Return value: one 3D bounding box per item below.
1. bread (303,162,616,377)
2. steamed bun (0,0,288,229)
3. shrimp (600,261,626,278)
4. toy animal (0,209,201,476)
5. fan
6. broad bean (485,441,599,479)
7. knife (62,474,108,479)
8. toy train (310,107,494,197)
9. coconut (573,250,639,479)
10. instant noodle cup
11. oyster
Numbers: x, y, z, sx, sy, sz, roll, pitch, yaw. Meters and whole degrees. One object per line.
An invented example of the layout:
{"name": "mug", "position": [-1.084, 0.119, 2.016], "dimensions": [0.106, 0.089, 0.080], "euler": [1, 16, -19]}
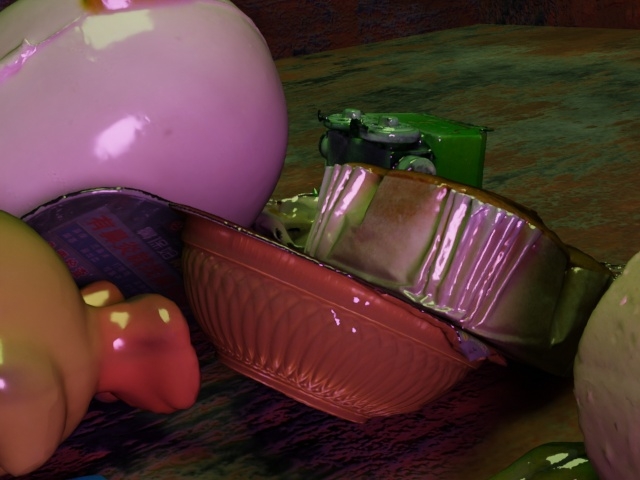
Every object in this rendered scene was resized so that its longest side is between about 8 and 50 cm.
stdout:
{"name": "bread", "position": [0.108, 0.016, 0.726], "dimensions": [0.192, 0.110, 0.209], "euler": [26, -4, -35]}
{"name": "steamed bun", "position": [-0.209, -0.089, 0.890], "dimensions": [0.374, 0.334, 0.334], "euler": [-42, 24, -3]}
{"name": "shrimp", "position": [0.279, 0.061, 0.735], "dimensions": [0.073, 0.075, 0.190], "euler": [21, 11, -38]}
{"name": "toy animal", "position": [-0.267, 0.073, 0.618], "dimensions": [0.338, 0.191, 0.216], "euler": [-11, 8, -35]}
{"name": "fan", "position": [-0.198, 0.054, 0.806], "dimensions": [0.223, 0.294, 0.012], "euler": [17, 45, -39]}
{"name": "broad bean", "position": [0.188, 0.141, 0.557], "dimensions": [0.195, 0.046, 0.061], "euler": [-2, 16, 7]}
{"name": "knife", "position": [-0.284, 0.186, 0.591], "dimensions": [0.296, 0.026, 0.044], "euler": [-10, 10, -11]}
{"name": "toy train", "position": [0.102, -0.103, 1.186], "dimensions": [0.188, 0.133, 0.243], "euler": [-4, 16, -23]}
{"name": "coconut", "position": [0.251, 0.094, 0.386], "dimensions": [0.239, 0.239, 0.244], "euler": [-9, 18, -9]}
{"name": "instant noodle cup", "position": [-0.005, 0.068, 0.674], "dimensions": [0.273, 0.091, 0.274], "euler": [24, -4, 2]}
{"name": "oyster", "position": [0.005, 0.005, 0.993], "dimensions": [0.208, 0.072, 0.133], "euler": [0, 38, -7]}
